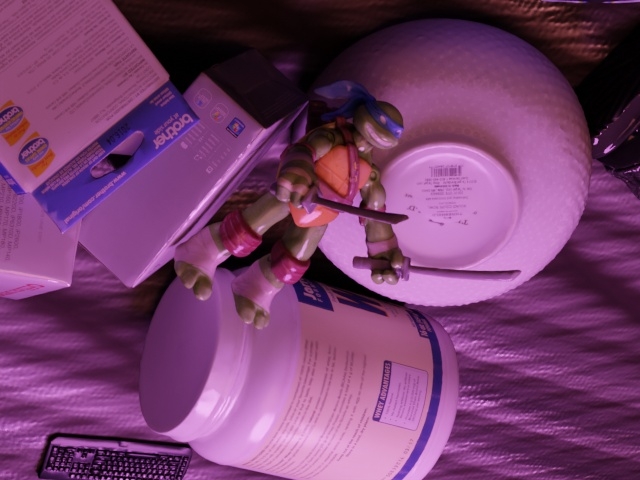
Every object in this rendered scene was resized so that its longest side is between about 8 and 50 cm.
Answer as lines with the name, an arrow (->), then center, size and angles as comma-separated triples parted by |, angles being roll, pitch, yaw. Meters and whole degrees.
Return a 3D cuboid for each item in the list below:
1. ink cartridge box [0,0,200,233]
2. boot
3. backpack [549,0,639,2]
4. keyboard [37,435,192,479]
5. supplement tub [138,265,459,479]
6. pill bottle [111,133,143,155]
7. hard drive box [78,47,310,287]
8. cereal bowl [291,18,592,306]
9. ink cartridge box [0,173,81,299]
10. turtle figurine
ink cartridge box -> -0.279, -0.180, 1.475 | 0.186, 0.065, 0.311 | -42, 102, -18
boot -> 0.476, -0.165, 1.810 | 0.260, 0.131, 0.348 | 32, 123, -28
backpack -> 0.251, -0.366, 1.519 | 0.355, 0.273, 0.290 | 13, 132, -4
keyboard -> -0.264, 0.303, 2.006 | 0.192, 0.038, 0.100 | 8, 124, -23
supplement tub -> -0.026, 0.163, 1.844 | 0.325, 0.235, 0.235 | 17, 120, -29
pill bottle -> -0.291, -0.149, 1.575 | 0.229, 0.131, 0.131 | 6, 125, -23
hard drive box -> -0.133, -0.078, 1.642 | 0.089, 0.181, 0.232 | 42, 110, 1
cereal bowl -> 0.132, -0.065, 1.712 | 0.339, 0.141, 0.339 | 1, 119, 2
ink cartridge box -> -0.414, -0.028, 1.559 | 0.306, 0.226, 0.131 | 11, 80, -24
turtle figurine -> 0.000, 0.000, 1.564 | 0.266, 0.274, 0.198 | -39, 167, 21
